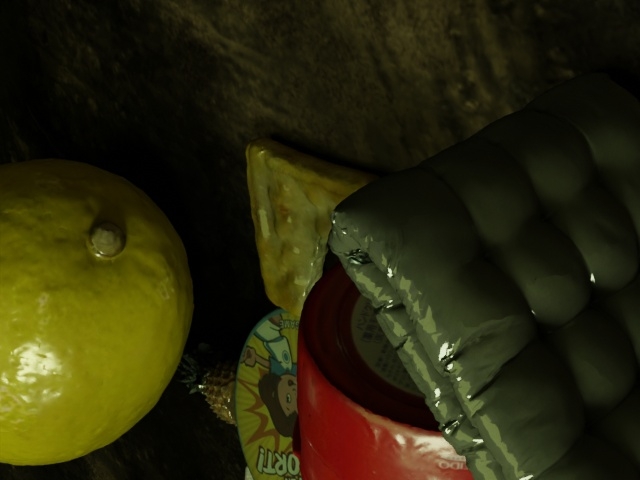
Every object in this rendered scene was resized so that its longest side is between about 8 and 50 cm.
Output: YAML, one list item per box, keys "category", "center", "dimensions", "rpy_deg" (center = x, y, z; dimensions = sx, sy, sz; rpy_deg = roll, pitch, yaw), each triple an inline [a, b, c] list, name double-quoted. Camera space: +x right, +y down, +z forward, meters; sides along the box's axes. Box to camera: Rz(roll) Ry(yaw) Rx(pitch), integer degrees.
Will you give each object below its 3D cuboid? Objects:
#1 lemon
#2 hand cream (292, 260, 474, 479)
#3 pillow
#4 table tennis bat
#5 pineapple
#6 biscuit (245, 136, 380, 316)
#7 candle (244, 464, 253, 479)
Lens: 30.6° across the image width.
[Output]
- category: "lemon"
  center: [-0.300, 0.074, 1.261]
  dimensions: [0.348, 0.348, 0.348]
  rpy_deg: [33, 138, 36]
- category: "hand cream"
  center: [0.092, 0.110, 0.850]
  dimensions: [0.230, 0.230, 0.149]
  rpy_deg: [36, 140, 34]
- category: "pillow"
  center: [0.175, 0.072, 0.711]
  dimensions: [0.326, 0.228, 0.101]
  rpy_deg: [57, 152, 9]
- category: "table tennis bat"
  center: [0.001, 0.224, 1.155]
  dimensions: [0.215, 0.044, 0.329]
  rpy_deg: [-6, 94, 44]
- category: "pineapple"
  center: [-0.115, 0.158, 1.313]
  dimensions: [0.159, 0.074, 0.074]
  rpy_deg: [17, 127, 58]
- category: "biscuit"
  center: [0.000, 0.000, 1.053]
  dimensions: [0.183, 0.039, 0.174]
  rpy_deg: [18, 123, 47]
- category: "candle"
  center: [-0.018, 0.302, 1.280]
  dimensions: [0.168, 0.068, 0.192]
  rpy_deg: [58, 145, 0]
